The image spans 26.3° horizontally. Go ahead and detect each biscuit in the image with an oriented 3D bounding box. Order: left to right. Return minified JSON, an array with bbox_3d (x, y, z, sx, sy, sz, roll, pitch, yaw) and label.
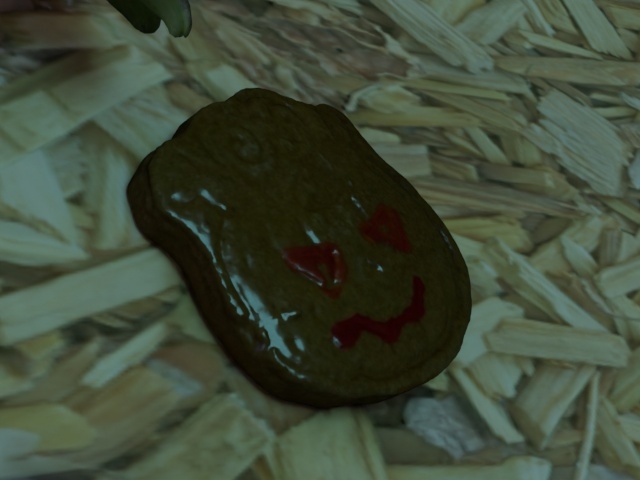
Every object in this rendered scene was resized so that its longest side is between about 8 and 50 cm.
[{"bbox_3d":[0.001,-0.001,0.994,0.257,0.049,0.273,53,34,5],"label":"biscuit"}]

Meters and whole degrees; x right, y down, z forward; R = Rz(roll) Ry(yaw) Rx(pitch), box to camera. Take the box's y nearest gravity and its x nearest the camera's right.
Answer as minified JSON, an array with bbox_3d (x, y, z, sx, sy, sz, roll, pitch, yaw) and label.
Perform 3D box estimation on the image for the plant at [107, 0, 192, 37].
[{"bbox_3d":[-0.202,-0.230,0.802,0.306,0.261,0.297,35,37,-1],"label":"plant"}]
